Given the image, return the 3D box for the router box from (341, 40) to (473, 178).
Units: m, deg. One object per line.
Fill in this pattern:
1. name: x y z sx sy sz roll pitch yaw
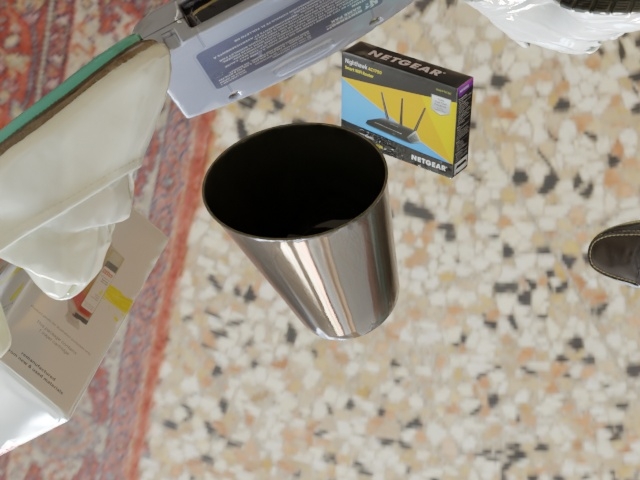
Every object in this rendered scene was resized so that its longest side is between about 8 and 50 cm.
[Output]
1. router box: 0.110 -0.171 1.666 0.179 0.046 0.133 22 130 30

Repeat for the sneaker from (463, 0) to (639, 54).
1. sneaker: 0.288 -0.263 1.399 0.129 0.297 0.111 41 80 -32

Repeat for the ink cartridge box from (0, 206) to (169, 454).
1. ink cartridge box: -0.433 0.124 1.961 0.160 0.384 0.279 43 133 -18

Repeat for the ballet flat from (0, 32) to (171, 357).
1. ballet flat: -0.238 0.011 0.913 0.400 0.139 0.139 -34 109 14

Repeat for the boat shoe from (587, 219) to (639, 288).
1. boat shoe: 0.260 0.014 0.942 0.152 0.049 0.056 5 96 41

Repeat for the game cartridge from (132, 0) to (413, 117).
1. game cartridge: -0.037 -0.234 1.327 0.294 0.196 0.060 -27 69 1

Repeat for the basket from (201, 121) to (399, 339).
1. basket: 0.000 0.000 1.417 0.204 0.154 0.227 2 146 19
